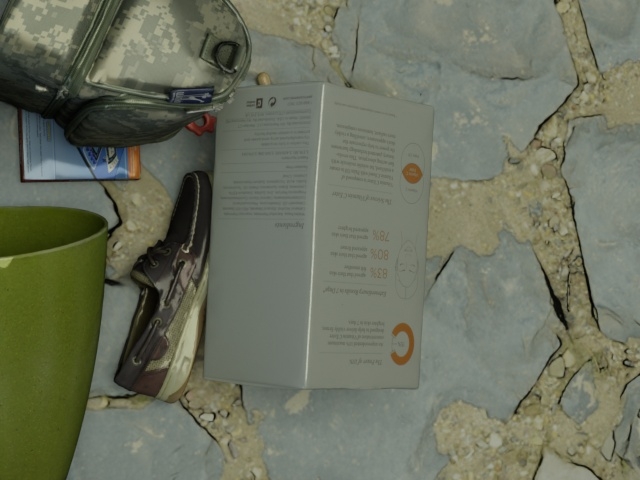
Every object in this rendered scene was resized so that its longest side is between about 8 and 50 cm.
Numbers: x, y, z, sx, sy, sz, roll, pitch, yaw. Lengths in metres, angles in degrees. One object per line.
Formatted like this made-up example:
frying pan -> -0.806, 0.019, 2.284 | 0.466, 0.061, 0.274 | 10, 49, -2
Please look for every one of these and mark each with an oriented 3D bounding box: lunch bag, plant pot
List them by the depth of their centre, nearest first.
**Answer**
plant pot -> -0.363, 0.132, 1.664 | 0.274, 0.275, 0.293 | -7, 104, -19
lunch bag -> -0.226, -0.217, 1.671 | 0.256, 0.305, 0.212 | 23, 79, -14

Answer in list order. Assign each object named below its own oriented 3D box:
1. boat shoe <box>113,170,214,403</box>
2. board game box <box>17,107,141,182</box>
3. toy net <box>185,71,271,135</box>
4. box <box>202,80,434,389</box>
boat shoe -> -0.182, 0.049, 1.798 | 0.092, 0.103, 0.285 | 13, 87, -22
board game box -> -0.297, -0.212, 1.821 | 0.145, 0.027, 0.281 | -2, 85, -18
toy net -> -0.090, -0.163, 1.877 | 0.232, 0.045, 0.122 | 35, 74, -13
box -> 0.000, 0.000, 1.774 | 0.215, 0.168, 0.345 | 6, 86, -49
